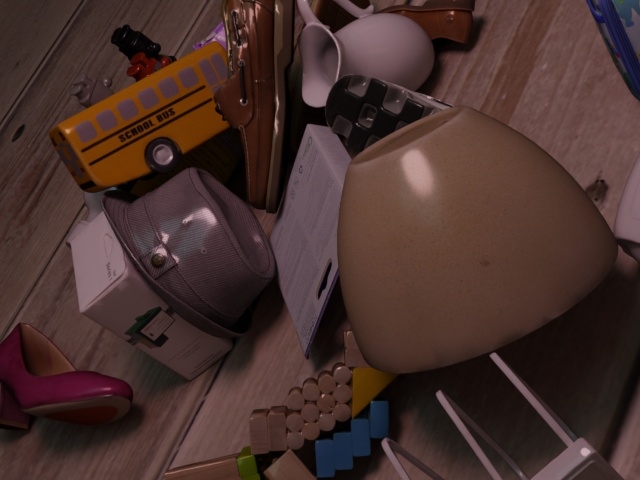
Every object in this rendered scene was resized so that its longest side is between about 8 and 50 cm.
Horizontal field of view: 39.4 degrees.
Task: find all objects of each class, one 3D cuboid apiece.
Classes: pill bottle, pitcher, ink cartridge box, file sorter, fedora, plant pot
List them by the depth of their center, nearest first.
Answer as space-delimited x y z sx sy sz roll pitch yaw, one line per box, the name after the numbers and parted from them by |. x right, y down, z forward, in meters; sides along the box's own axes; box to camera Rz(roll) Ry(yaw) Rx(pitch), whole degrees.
0.133 0.263 0.809 0.277 0.193 0.173 -42 37 6 | file sorter
0.127 -0.023 0.910 0.284 0.191 0.284 -27 11 6 | plant pot
0.000 0.000 1.157 0.224 0.045 0.223 -113 35 -47 | ink cartridge box
-0.159 -0.003 1.221 0.124 0.243 0.275 -41 66 13 | fedora
-0.238 0.073 1.257 0.092 0.219 0.160 -39 41 12 | ink cartridge box
0.059 -0.283 1.272 0.125 0.207 0.178 -10 93 50 | pitcher
-0.257 -0.098 1.436 0.187 0.188 0.334 14 68 46 | pill bottle

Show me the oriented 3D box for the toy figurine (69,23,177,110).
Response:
-0.360 -0.280 1.717 0.209 0.148 0.213 -46 42 10 | toy figurine

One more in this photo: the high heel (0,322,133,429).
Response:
-0.404 0.189 1.373 0.377 0.127 0.181 -12 62 39 | high heel

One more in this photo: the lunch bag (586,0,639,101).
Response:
0.358 -0.266 1.021 0.090 0.176 0.219 -23 28 21 | lunch bag

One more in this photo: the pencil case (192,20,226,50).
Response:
-0.148 -0.404 1.667 0.206 0.088 0.086 -49 42 -4 | pencil case

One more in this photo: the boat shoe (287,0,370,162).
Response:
-0.013 -0.276 1.423 0.123 0.123 0.342 -8 65 45 | boat shoe

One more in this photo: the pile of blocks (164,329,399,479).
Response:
-0.018 0.235 1.049 0.362 0.149 0.112 -38 -3 -3 | pile of blocks

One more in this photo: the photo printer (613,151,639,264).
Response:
0.445 -0.051 0.841 0.307 0.107 0.256 27 85 49 | photo printer

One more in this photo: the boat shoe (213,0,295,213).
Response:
-0.094 -0.192 1.243 0.104 0.111 0.308 3 91 1 | boat shoe

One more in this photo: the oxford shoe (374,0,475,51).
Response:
0.147 -0.322 1.365 0.212 0.076 0.076 13 105 55 | oxford shoe

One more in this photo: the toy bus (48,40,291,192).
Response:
-0.210 -0.183 1.295 0.332 0.130 0.108 -34 12 -23 | toy bus

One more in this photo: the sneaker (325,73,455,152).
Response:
0.171 -0.114 1.138 0.330 0.146 0.123 39 113 27 | sneaker
